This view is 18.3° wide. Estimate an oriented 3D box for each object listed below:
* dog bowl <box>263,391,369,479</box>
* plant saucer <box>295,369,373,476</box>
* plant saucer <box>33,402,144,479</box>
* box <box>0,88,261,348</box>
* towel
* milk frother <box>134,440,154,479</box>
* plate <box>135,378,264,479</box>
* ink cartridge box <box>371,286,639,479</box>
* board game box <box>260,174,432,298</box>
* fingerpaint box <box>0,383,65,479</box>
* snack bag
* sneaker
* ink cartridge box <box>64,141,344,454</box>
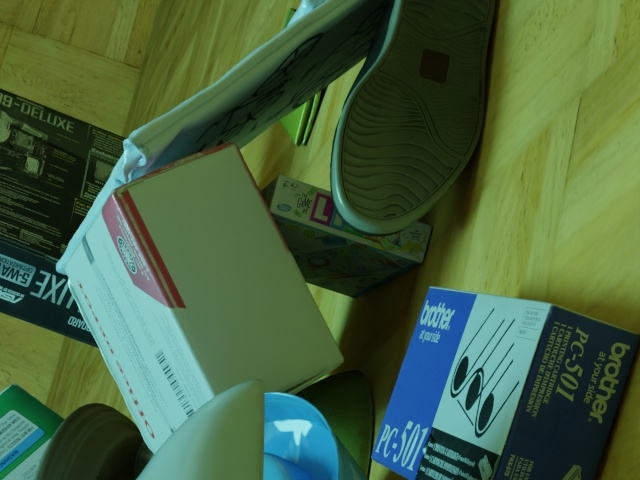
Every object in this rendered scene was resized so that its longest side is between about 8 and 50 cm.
[{"bbox_3d":[-0.082,0.217,1.129,0.297,0.074,0.166,-41,36,13],"label":"dog bowl"},{"bbox_3d":[-0.026,0.195,1.293,0.241,0.037,0.241,-162,90,-78],"label":"plant saucer"},{"bbox_3d":[-0.164,0.265,1.542,0.278,0.041,0.277,-1,-90,-75],"label":"plant saucer"},{"bbox_3d":[-0.204,-0.009,1.778,0.242,0.307,0.076,-91,25,-57],"label":"box"},{"bbox_3d":[-0.019,-0.155,1.871,0.237,0.021,0.102,-121,44,-74],"label":"towel"},{"bbox_3d":[-0.119,0.191,1.475,0.135,0.143,0.129,167,113,-75],"label":"milk frother"},{"bbox_3d":[-0.104,0.232,0.840,0.277,0.045,0.278,-54,24,39],"label":"plate"},{"bbox_3d":[0.081,0.077,0.929,0.207,0.046,0.097,-175,104,-79],"label":"ink cartridge box"},{"bbox_3d":[0.000,0.000,1.299,0.154,0.103,0.026,147,140,-72],"label":"board game box"},{"bbox_3d":[-0.397,0.410,1.877,0.445,0.163,0.371,-41,-22,-45],"label":"fingerpaint box"},{"bbox_3d":[-0.042,-0.111,1.400,0.342,0.037,0.323,-39,-1,-22],"label":"snack bag"},{"bbox_3d":[0.052,-0.070,1.253,0.118,0.083,0.222,115,178,-54],"label":"sneaker"},{"bbox_3d":[-0.082,0.047,1.284,0.158,0.092,0.218,64,159,5],"label":"ink cartridge box"}]
